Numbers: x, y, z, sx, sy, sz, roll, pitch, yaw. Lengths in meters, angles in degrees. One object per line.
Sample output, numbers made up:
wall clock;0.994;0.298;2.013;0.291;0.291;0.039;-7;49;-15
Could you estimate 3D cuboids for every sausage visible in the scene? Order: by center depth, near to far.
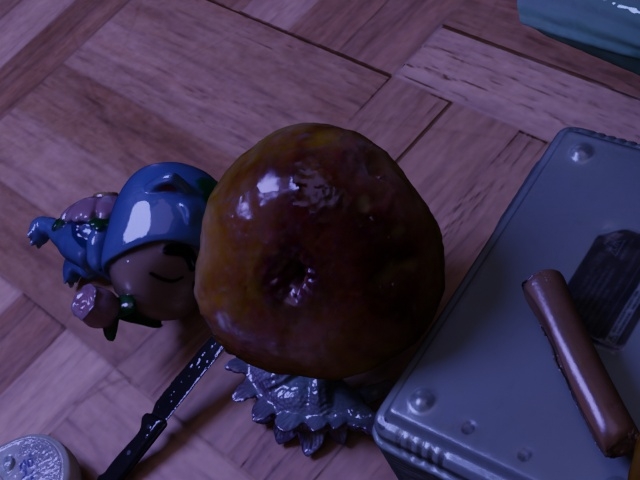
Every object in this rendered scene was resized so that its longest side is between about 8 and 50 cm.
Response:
sausage;0.140;0.065;0.603;0.026;0.026;0.116;-23;49;5

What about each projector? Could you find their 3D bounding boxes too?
projector;0.174;0.062;0.671;0.192;0.099;0.257;22;65;33

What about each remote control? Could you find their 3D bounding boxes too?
remote control;-0.267;0.207;0.785;0.221;0.042;0.078;-27;49;3

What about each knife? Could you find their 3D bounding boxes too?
knife;-0.103;0.111;0.785;0.170;0.010;0.023;-51;46;-1

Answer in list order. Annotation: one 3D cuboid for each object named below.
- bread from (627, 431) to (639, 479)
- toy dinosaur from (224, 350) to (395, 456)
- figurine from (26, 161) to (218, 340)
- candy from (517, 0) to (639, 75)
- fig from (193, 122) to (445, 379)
bread;0.297;0.109;0.433;0.337;0.204;0.358;-44;26;3
toy dinosaur;-0.024;0.090;0.774;0.082;0.039;0.209;-46;46;-12
figurine;-0.142;0.017;0.849;0.178;0.114;0.145;-7;58;33
candy;0.348;-0.212;0.780;0.263;0.172;0.398;31;57;33
fig;0.000;0.000;0.749;0.159;0.159;0.257;-23;9;5
